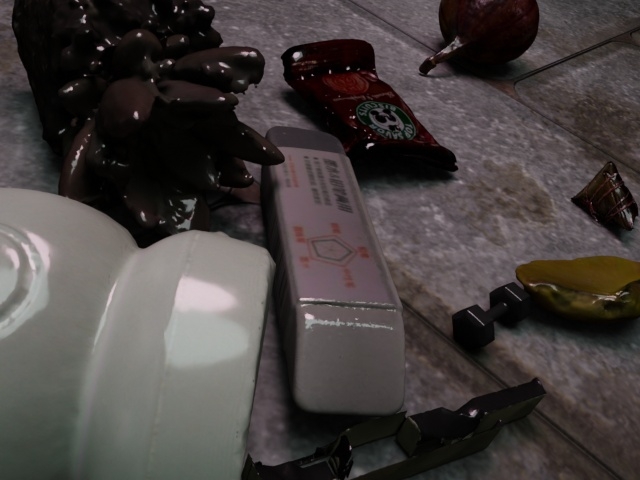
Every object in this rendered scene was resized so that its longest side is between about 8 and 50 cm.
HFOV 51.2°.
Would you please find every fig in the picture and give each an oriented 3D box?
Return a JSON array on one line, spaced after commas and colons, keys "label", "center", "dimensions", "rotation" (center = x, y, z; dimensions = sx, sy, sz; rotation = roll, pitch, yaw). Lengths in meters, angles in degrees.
[{"label": "fig", "center": [0.246, -0.342, 1.018], "dimensions": [0.148, 0.149, 0.202], "rotation": [-5, 10, 35]}]

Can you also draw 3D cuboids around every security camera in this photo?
[{"label": "security camera", "center": [-0.153, 0.074, 0.375], "dimensions": [0.236, 0.195, 0.195], "rotation": [9, 40, -5]}]

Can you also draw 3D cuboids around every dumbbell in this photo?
[{"label": "dumbbell", "center": [0.156, 0.068, 0.607], "dimensions": [0.083, 0.036, 0.040], "rotation": [-23, 54, -38]}]

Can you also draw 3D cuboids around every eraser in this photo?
[{"label": "eraser", "center": [0.000, 0.000, 0.590], "dimensions": [0.089, 0.061, 0.352], "rotation": [5, 34, -13]}]

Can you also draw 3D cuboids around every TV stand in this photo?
[{"label": "TV stand", "center": [0.066, 0.145, 0.486], "dimensions": [0.249, 0.036, 0.042], "rotation": [-8, 45, -28]}]

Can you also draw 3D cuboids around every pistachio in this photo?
[{"label": "pistachio", "center": [0.266, 0.053, 0.653], "dimensions": [0.172, 0.049, 0.089], "rotation": [-2, 22, -20]}]

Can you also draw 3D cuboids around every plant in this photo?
[{"label": "plant", "center": [-0.178, -0.142, 0.623], "dimensions": [0.194, 0.182, 0.321], "rotation": [-15, 45, -33]}]

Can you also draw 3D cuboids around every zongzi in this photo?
[{"label": "zongzi", "center": [0.351, -0.038, 0.789], "dimensions": [0.083, 0.067, 0.073], "rotation": [35, 33, -6]}]

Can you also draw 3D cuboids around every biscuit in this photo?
[{"label": "biscuit", "center": [0.054, -0.160, 0.810], "dimensions": [0.151, 0.063, 0.235], "rotation": [-12, 50, -30]}]
